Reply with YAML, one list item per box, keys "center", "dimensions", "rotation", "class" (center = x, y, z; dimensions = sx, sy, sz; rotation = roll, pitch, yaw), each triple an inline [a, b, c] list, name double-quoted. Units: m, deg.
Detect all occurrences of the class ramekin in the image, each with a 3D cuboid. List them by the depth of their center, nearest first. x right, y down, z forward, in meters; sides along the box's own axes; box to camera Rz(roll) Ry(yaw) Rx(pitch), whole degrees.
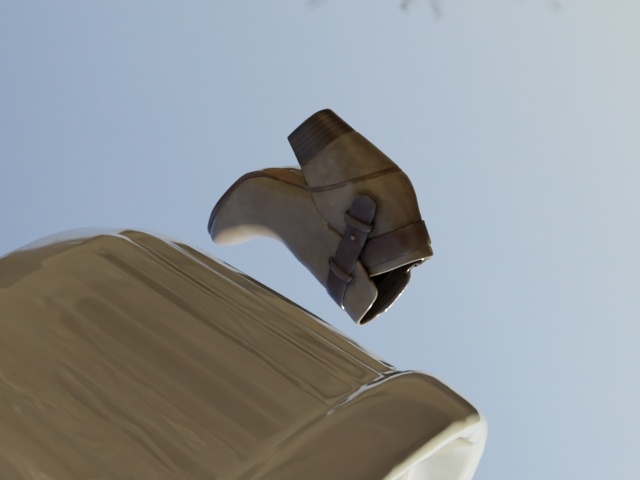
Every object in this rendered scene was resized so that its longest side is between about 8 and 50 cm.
- center: [-0.082, 0.116, 0.590]
  dimensions: [0.127, 0.273, 0.273]
  rotation: [40, -164, 15]
  class: "ramekin"

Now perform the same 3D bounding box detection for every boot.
- center: [0.000, 0.000, 0.900]
  dimensions: [0.042, 0.118, 0.087]
  rotation: [-20, -108, -40]
  class: "boot"
